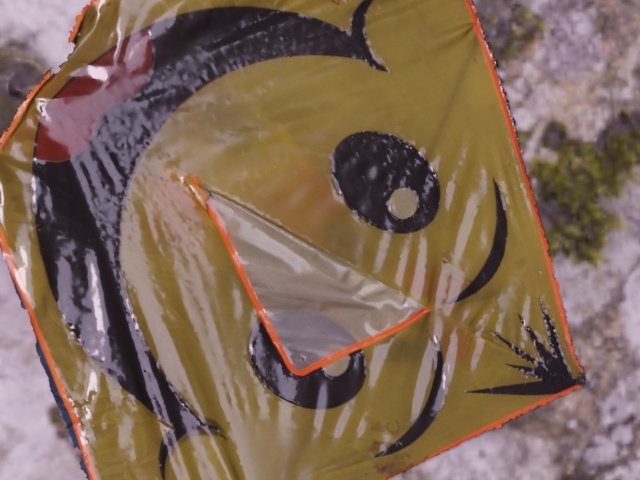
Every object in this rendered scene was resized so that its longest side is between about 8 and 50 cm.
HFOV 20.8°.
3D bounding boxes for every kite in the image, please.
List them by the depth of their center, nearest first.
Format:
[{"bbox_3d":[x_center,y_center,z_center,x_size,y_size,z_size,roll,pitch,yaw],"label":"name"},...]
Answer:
[{"bbox_3d":[0.001,0.000,0.865,0.327,0.013,0.377,29,77,-15],"label":"kite"}]
